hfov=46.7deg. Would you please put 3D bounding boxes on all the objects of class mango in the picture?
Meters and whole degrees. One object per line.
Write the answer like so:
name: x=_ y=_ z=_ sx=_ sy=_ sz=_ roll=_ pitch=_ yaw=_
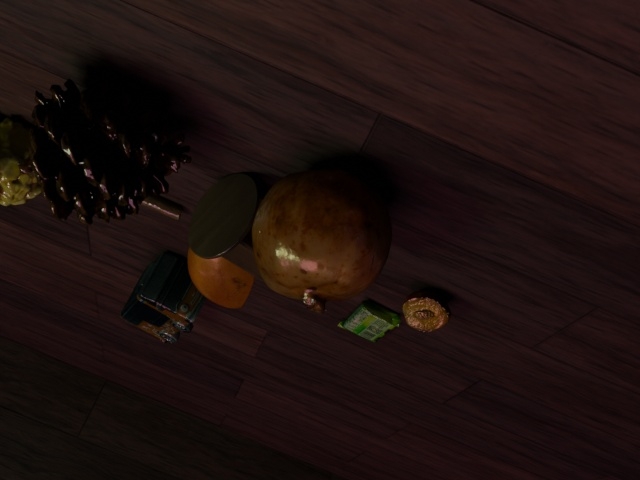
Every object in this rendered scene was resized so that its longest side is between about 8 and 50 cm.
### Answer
mango: x=-0.195 y=0.048 z=1.526 sx=0.153 sy=0.126 sz=0.252 roll=6 pitch=149 yaw=5

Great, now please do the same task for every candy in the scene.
candy: x=0.108 y=0.183 z=1.648 sx=0.102 sy=0.032 sz=0.178 roll=28 pitch=153 yaw=-4

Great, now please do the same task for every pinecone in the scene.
pinecone: x=-0.356 y=-0.144 z=1.211 sx=0.257 sy=0.244 sz=0.243 roll=-12 pitch=171 yaw=-34

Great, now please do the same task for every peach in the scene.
peach: x=0.209 y=0.130 z=1.458 sx=0.098 sy=0.061 sz=0.098 roll=6 pitch=129 yaw=7

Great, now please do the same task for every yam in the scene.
yam: x=-0.351 y=-0.081 z=1.509 sx=0.145 sy=0.032 sz=0.032 roll=22 pitch=152 yaw=-2

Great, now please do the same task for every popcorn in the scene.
popcorn: x=-0.613 y=-0.167 z=1.431 sx=0.195 sy=0.168 sz=0.173 roll=53 pitch=175 yaw=24

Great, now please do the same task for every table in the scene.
table: x=-0.107 y=0.003 z=1.377 sx=0.167 sy=0.167 sz=0.226 roll=-5 pitch=151 yaw=40

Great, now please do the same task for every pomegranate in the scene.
pomegranate: x=0.000 y=0.000 z=1.199 sx=0.248 sy=0.248 sz=0.248 roll=17 pitch=151 yaw=9

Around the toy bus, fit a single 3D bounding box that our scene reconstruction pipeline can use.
toy bus: x=-0.375 y=0.142 z=1.803 sx=0.167 sy=0.139 sz=0.275 roll=32 pitch=152 yaw=-14
